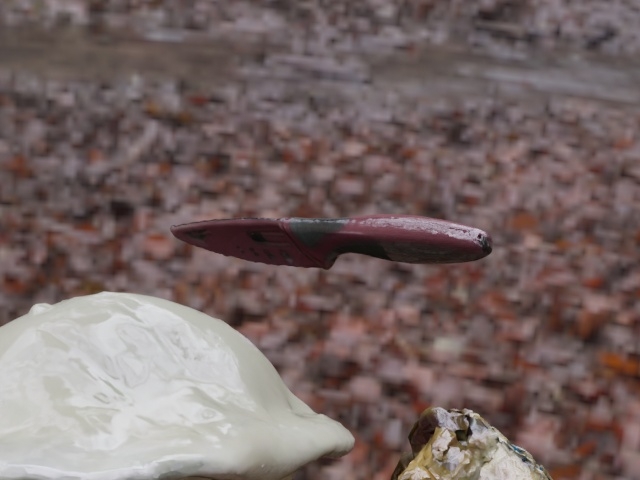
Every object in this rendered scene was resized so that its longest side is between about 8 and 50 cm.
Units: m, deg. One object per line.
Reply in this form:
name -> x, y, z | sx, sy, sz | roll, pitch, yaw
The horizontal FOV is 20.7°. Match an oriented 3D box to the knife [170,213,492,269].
knife -> 0.000, 0.000, 0.940 | 0.247, 0.035, 0.018 | 2, 48, 48

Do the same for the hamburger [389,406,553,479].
hamburger -> 0.029, 0.140, 0.587 | 0.087, 0.176, 0.102 | 36, 60, 8

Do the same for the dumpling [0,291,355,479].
dumpling -> -0.131, 0.120, 1.105 | 0.318, 0.187, 0.243 | -12, -6, -12
